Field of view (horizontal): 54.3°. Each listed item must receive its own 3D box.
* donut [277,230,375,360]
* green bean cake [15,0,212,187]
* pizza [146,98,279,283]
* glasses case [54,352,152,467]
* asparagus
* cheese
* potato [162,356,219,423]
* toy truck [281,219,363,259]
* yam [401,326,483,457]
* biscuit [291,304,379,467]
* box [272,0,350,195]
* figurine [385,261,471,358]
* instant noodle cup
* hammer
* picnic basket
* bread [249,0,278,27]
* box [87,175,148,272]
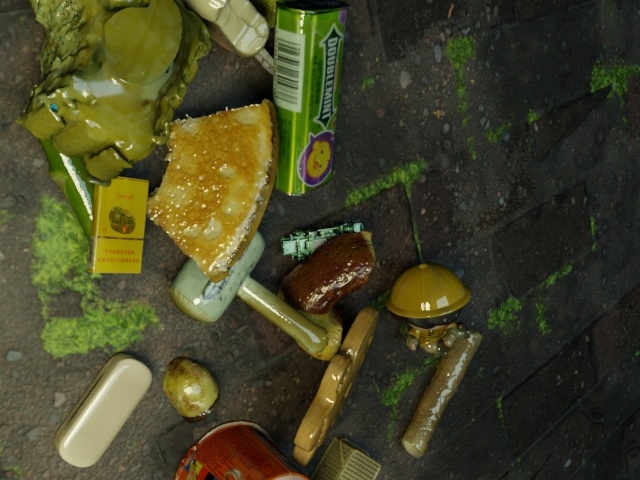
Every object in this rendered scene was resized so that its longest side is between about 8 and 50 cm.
[{"bbox_3d":[0.003,0.114,1.252,0.151,0.112,0.295,15,108,-22],"label":"donut"},{"bbox_3d":[-0.314,-0.273,0.884,0.285,0.202,0.310,35,58,-37],"label":"green bean cake"},{"bbox_3d":[-0.190,-0.098,1.077,0.089,0.222,0.324,50,56,-78],"label":"pizza"},{"bbox_3d":[-0.370,0.289,1.071,0.083,0.050,0.196,45,70,-31],"label":"glasses case"},{"bbox_3d":[-0.380,-0.086,0.996,0.067,0.060,0.278,-39,120,-38],"label":"asparagus"},{"bbox_3d":[-0.141,-0.367,1.083,0.082,0.163,0.286,-53,142,2],"label":"cheese"},{"bbox_3d":[-0.242,0.273,1.160,0.096,0.066,0.103,-51,122,-24],"label":"potato"},{"bbox_3d":[0.000,0.000,1.307,0.175,0.081,0.067,-9,103,-17],"label":"toy truck"},{"bbox_3d":[0.308,0.381,1.596,0.081,0.081,0.357,42,70,-34],"label":"yam"},{"bbox_3d":[0.042,0.292,1.293,0.355,0.052,0.275,-56,166,-35],"label":"biscuit"},{"bbox_3d":[-0.023,-0.260,1.141,0.134,0.097,0.346,-29,136,-42],"label":"box"},{"bbox_3d":[0.254,0.160,1.466,0.192,0.167,0.257,-19,139,-3],"label":"figurine"},{"bbox_3d":[-0.135,0.499,1.198,0.250,0.192,0.251,-7,101,-37],"label":"instant noodle cup"},{"bbox_3d":[-0.108,0.106,1.151,0.305,0.113,0.202,35,77,-9],"label":"hammer"},{"bbox_3d":[0.050,0.544,1.420,0.115,0.079,0.164,43,72,-34],"label":"picnic basket"},{"bbox_3d":[-0.065,-0.455,1.141,0.111,0.114,0.129,-47,122,-23],"label":"bread"},{"bbox_3d":[-0.325,-0.025,1.005,0.086,0.023,0.155,5,92,-44],"label":"box"}]
